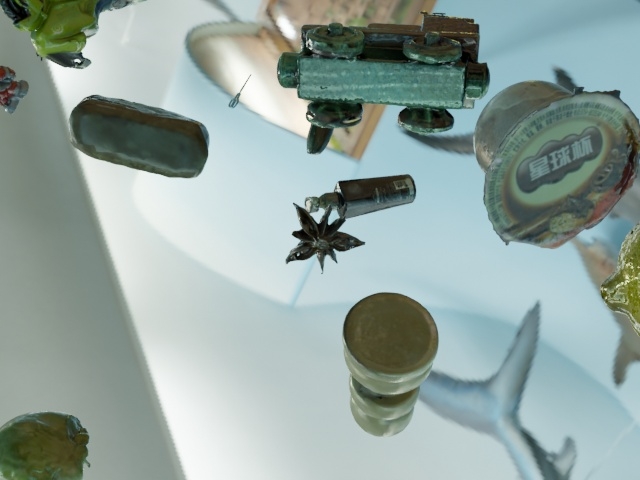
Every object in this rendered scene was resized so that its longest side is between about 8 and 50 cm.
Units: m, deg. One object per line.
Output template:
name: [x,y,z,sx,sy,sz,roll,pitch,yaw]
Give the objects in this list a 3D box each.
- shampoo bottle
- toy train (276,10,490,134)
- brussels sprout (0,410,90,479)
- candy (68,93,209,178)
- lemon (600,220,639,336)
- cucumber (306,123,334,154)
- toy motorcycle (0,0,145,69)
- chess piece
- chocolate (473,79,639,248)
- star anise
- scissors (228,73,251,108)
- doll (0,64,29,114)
shampoo bottle: [0.071,-0.080,1.948,0.207,0.063,0.057,-11,-120,-22]
toy train: [0.094,-0.257,1.580,0.304,0.150,0.221,5,-152,6]
brussels sprout: [-0.426,0.334,1.623,0.145,0.131,0.183,9,-154,-21]
candy: [-0.299,-0.172,1.792,0.234,0.102,0.104,11,-166,-6]
lemon: [0.556,0.045,1.518,0.320,0.245,0.245,-16,-156,15]
cucumber: [0.000,-0.205,2.077,0.048,0.048,0.105,21,-117,-10]
toy motorcycle: [-0.454,-0.447,2.056,0.142,0.206,0.342,3,-150,35]
chess piece: [0.117,0.239,1.884,0.167,0.300,0.167,0,-127,1]
chocolate: [0.257,-0.106,1.255,0.221,0.221,0.147,12,-153,-24]
star anise: [0.012,-0.002,1.775,0.129,0.124,0.056,6,-158,-5]
scissors: [-0.164,-0.307,2.219,0.006,0.083,0.036,33,174,-29]
doll: [-0.440,-0.200,1.361,0.079,0.094,0.180,46,-166,23]
